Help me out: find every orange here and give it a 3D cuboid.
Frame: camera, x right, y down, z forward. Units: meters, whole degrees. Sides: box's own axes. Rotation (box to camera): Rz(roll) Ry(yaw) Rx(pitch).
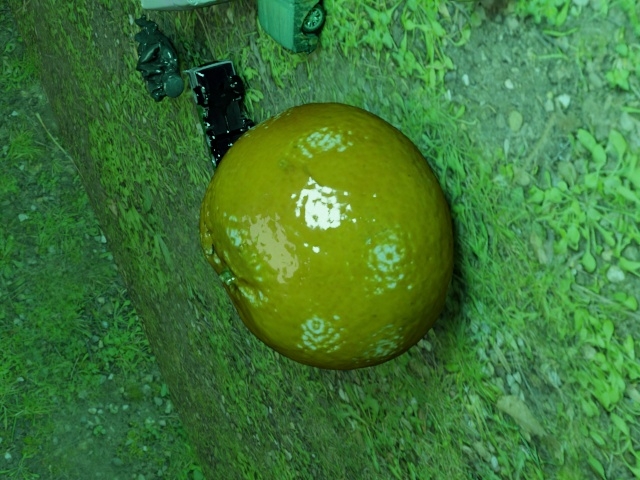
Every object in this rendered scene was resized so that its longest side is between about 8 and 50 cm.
[{"bbox_3d":[0.000,0.000,1.345,0.424,0.326,0.424,43,142,46],"label":"orange"}]

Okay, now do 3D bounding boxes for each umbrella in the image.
[{"bbox_3d":[-0.351,-0.381,1.925,0.349,0.094,0.143,-121,8,-57],"label":"umbrella"}]

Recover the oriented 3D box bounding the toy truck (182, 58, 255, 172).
[{"bbox_3d":[-0.199,-0.243,1.813,0.125,0.101,0.242,-142,36,-65],"label":"toy truck"}]

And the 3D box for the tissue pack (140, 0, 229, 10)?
[{"bbox_3d":[-0.202,-0.473,1.557,0.225,0.185,0.124,19,125,58],"label":"tissue pack"}]

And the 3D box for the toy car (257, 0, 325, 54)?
[{"bbox_3d":[-0.060,-0.458,1.393,0.141,0.097,0.321,45,144,41],"label":"toy car"}]
